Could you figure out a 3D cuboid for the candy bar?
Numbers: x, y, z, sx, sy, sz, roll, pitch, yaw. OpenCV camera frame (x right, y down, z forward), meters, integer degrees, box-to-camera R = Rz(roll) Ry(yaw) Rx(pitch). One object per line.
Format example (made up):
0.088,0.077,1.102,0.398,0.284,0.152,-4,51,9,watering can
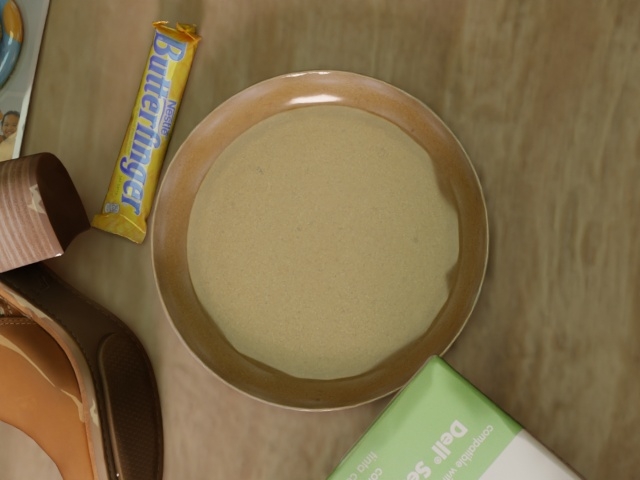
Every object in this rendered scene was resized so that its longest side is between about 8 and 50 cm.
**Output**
-0.123,-0.080,1.316,0.040,0.018,0.161,16,87,10,candy bar

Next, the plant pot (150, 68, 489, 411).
0.000,0.000,1.280,0.236,0.032,0.236,-1,84,9,plant pot

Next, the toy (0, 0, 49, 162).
-0.275,-0.129,1.326,0.137,0.056,0.237,8,85,8,toy

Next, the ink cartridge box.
0.173,0.233,1.137,0.353,0.207,0.119,41,89,11,ink cartridge box

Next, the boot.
-0.243,0.093,1.274,0.220,0.109,0.283,-17,101,18,boot
